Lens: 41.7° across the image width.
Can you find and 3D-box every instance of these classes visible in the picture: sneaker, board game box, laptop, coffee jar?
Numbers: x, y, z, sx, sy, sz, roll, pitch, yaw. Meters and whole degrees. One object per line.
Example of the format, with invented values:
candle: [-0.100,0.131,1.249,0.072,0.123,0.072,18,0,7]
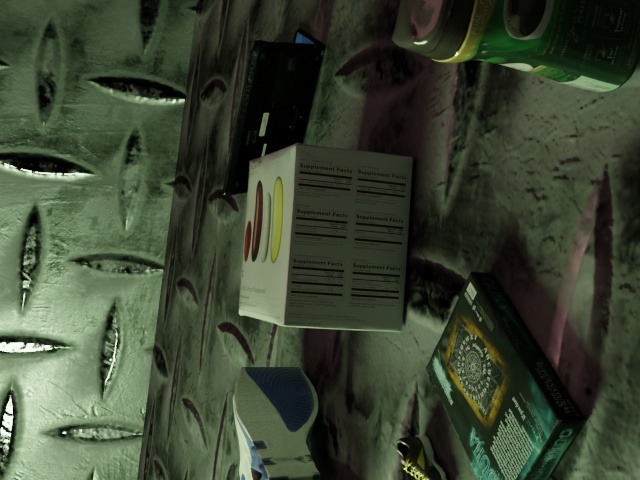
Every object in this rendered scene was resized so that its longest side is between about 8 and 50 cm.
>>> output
sneaker: [-0.069,0.335,1.142,0.315,0.128,0.182,-108,33,-45]
board game box: [0.154,0.133,0.744,0.186,0.026,0.126,-111,33,-51]
laptop: [-0.089,-0.214,1.337,0.137,0.264,0.234,25,113,30]
coffee jar: [0.146,-0.171,0.623,0.079,0.184,0.096,-145,63,-67]
sneaker: [0.100,0.231,0.847,0.083,0.035,0.031,-114,35,-54]

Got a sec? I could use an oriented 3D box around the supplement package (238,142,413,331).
supplement package: [0.000,0.000,1.020,0.194,0.149,0.203,176,99,-70]
